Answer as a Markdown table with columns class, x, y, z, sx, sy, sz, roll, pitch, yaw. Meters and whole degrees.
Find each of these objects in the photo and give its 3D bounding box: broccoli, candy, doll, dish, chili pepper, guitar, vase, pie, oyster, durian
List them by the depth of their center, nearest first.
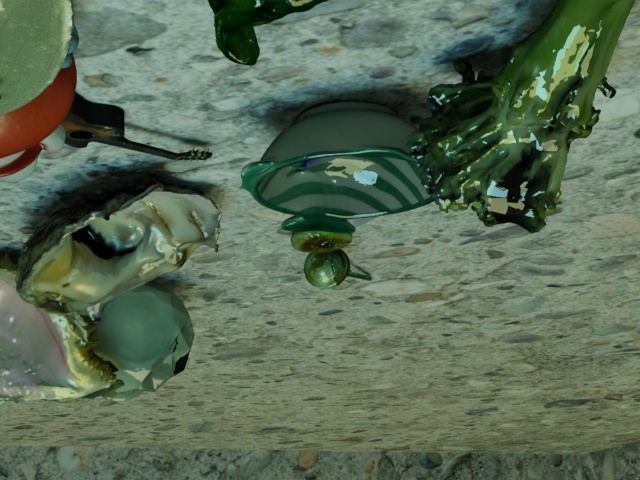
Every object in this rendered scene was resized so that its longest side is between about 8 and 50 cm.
| class | x | y | z | sx | sy | sz | roll | pitch | yaw |
| --- | --- | --- | --- | --- | --- | --- | --- | --- | --- |
| chili pepper | -0.042 | -0.183 | 1.065 | 0.073 | 0.050 | 0.182 | 0 | 167 | -33 |
| doll | -0.269 | -0.128 | 1.082 | 0.161 | 0.130 | 0.290 | 4 | 156 | -7 |
| broccoli | 0.185 | -0.138 | 1.143 | 0.145 | 0.165 | 0.304 | 30 | 145 | -1 |
| guitar | -0.200 | -0.105 | 1.349 | 0.233 | 0.025 | 0.088 | 11 | 159 | -41 |
| dish | 0.024 | -0.080 | 1.377 | 0.224 | 0.078 | 0.246 | 2 | 162 | -15 |
| oyster | -0.241 | 0.001 | 1.577 | 0.271 | 0.100 | 0.275 | -7 | 151 | 4 |
| pie | 0.002 | 0.000 | 1.745 | 0.084 | 0.021 | 0.084 | -3 | 164 | -1 |
| durian | -0.409 | 0.097 | 1.792 | 0.305 | 0.185 | 0.195 | 6 | 137 | 12 |
| candy | 0.035 | 0.043 | 1.869 | 0.061 | 0.061 | 0.202 | -9 | 170 | 21 |
| vase | -0.282 | 0.161 | 2.034 | 0.165 | 0.165 | 0.360 | 1 | 167 | -12 |

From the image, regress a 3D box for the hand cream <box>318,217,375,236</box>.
| class | x | y | z | sx | sy | sz | roll | pitch | yaw |
| --- | --- | --- | --- | --- | --- | --- | --- | --- | --- |
| hand cream | 0.113 | -0.066 | 1.522 | 0.275 | 0.050 | 0.079 | -18 | -175 | 31 |

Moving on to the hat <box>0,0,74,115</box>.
| class | x | y | z | sx | sy | sz | roll | pitch | yaw |
| --- | --- | --- | --- | --- | --- | --- | --- | --- | --- |
| hat | -0.300 | -0.129 | 0.893 | 0.257 | 0.130 | 0.257 | 5 | 138 | 5 |
